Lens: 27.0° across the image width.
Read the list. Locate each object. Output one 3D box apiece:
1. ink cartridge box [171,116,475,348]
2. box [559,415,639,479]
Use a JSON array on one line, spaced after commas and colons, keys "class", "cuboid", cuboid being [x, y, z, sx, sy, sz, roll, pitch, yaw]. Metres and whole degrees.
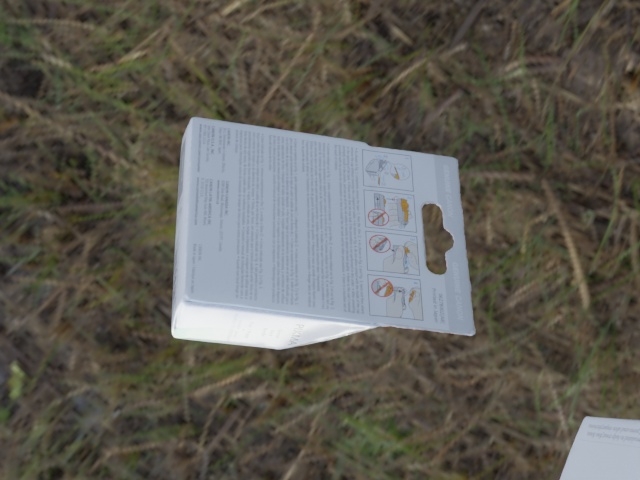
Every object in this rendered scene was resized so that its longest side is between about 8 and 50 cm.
[{"class": "ink cartridge box", "cuboid": [0.000, 0.000, 1.041, 0.225, 0.181, 0.056, 8, 143, -13]}, {"class": "box", "cuboid": [0.301, 0.268, 1.220, 0.119, 0.182, 0.181, 27, 168, -15]}]
